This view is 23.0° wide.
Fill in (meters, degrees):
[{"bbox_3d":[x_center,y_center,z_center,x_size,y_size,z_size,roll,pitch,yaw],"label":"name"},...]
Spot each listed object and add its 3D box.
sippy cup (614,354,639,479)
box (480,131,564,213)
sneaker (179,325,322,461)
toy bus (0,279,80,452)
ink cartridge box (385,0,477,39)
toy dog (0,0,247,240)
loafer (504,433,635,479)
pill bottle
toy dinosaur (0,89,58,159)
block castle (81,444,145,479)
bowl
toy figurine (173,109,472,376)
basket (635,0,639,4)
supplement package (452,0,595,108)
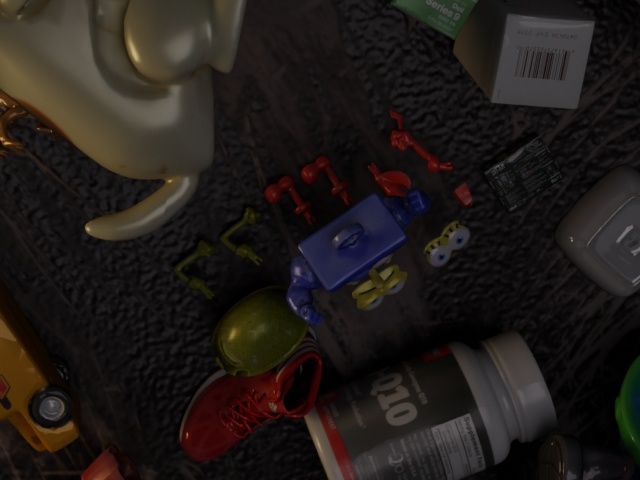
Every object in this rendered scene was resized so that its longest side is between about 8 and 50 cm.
[{"bbox_3d":[0.464,0.271,1.962,0.305,0.240,0.224,-13,144,-15],"label":"sippy cup"},{"bbox_3d":[0.248,-0.082,1.931,0.083,0.018,0.067,-34,110,1],"label":"box"},{"bbox_3d":[-0.084,0.196,1.898,0.087,0.128,0.221,37,97,-19],"label":"sneaker"},{"bbox_3d":[-0.405,0.105,1.819,0.130,0.108,0.333,-30,110,0],"label":"toy bus"},{"bbox_3d":[0.150,-0.347,1.756,0.093,0.154,0.212,26,101,-17],"label":"ink cartridge box"},{"bbox_3d":[-0.297,-0.223,1.661,0.408,0.284,0.395,10,105,-7],"label":"toy dog"},{"bbox_3d":[0.297,0.303,1.927,0.095,0.302,0.109,3,72,-7],"label":"loafer"},{"bbox_3d":[0.133,0.220,1.931,0.283,0.161,0.161,-22,110,-4],"label":"pill bottle"},{"bbox_3d":[-0.357,-0.156,1.782,0.211,0.064,0.112,13,73,-10],"label":"toy dinosaur"},{"bbox_3d":[-0.142,0.477,1.886,0.213,0.303,0.453,-37,111,1],"label":"block castle"},{"bbox_3d":[0.380,-0.005,1.964,0.142,0.053,0.142,41,98,-19],"label":"bowl"},{"bbox_3d":[0.000,0.000,1.776,0.362,0.217,0.191,-32,86,0],"label":"toy figurine"},{"bbox_3d":[0.453,-0.368,1.717,0.266,0.328,0.331,-42,110,6],"label":"basket"},{"bbox_3d":[0.228,-0.230,1.791,0.105,0.179,0.105,2,114,-12],"label":"supplement package"}]
